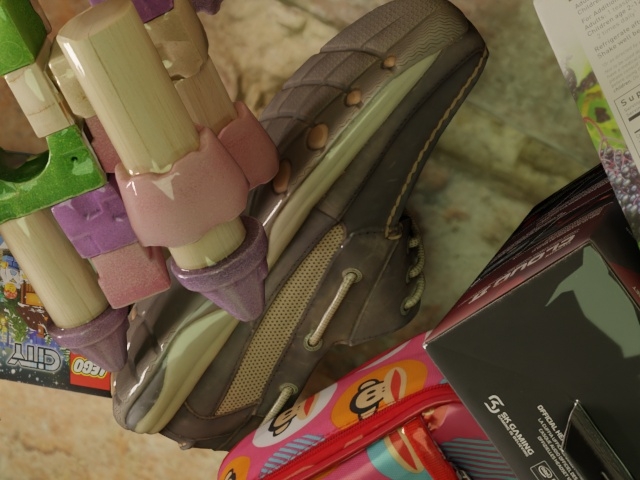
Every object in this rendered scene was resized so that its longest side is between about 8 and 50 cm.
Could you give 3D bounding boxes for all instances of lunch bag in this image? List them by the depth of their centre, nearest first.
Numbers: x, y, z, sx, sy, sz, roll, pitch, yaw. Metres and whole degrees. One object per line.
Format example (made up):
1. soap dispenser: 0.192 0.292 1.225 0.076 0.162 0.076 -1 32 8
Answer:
1. lunch bag: 0.100 0.204 0.945 0.258 0.120 0.293 -33 109 15

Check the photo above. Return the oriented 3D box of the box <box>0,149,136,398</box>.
1. box: -0.240 0.015 1.062 0.233 0.044 0.159 8 105 15

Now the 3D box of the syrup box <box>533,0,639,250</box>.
1. syrup box: 0.201 -0.045 0.746 0.096 0.093 0.236 -34 53 23

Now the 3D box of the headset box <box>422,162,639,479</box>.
1. headset box: 0.186 0.079 0.813 0.110 0.293 0.218 -35 93 26

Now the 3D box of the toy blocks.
1. toy blocks: -0.159 -0.032 0.903 0.289 0.309 0.260 -20 119 11

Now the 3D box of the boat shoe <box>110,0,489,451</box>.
1. boat shoe: 0.000 0.000 0.955 0.130 0.132 0.355 29 117 -22
